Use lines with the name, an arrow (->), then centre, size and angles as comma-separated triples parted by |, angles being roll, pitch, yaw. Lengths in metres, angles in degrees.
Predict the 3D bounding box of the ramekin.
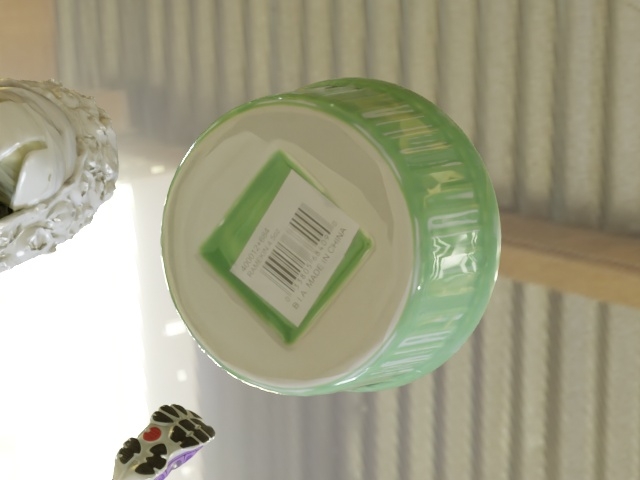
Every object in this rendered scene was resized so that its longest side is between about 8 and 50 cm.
ramekin -> 0.000, 0.000, 1.520 | 0.303, 0.148, 0.303 | 2, -85, 27

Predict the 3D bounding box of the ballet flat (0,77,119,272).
ballet flat -> -0.282, -0.036, 1.197 | 0.147, 0.409, 0.147 | 21, -56, 34

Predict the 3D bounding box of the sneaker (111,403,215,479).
sneaker -> -0.182, 0.237, 1.819 | 0.068, 0.170, 0.071 | 38, -57, 15
